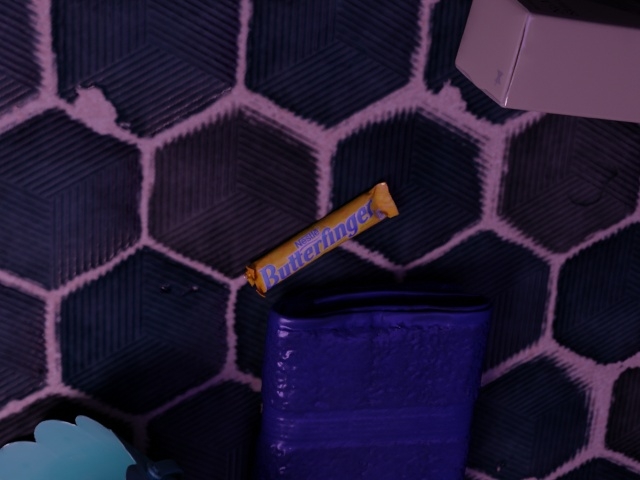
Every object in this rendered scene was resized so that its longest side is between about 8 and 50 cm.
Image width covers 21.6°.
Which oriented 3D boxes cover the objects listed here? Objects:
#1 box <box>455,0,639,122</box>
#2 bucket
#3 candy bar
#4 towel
[{"bbox_3d":[0.275,-0.171,1.562,0.275,0.113,0.094,4,115,-26],"label":"box"},{"bbox_3d":[-0.211,0.315,1.535,0.281,0.281,0.183,-47,125,7],"label":"bucket"},{"bbox_3d":[0.000,0.000,1.596,0.161,0.018,0.040,-32,124,-5],"label":"candy bar"},{"bbox_3d":[0.042,0.184,1.687,0.228,0.076,0.308,-1,118,-14],"label":"towel"}]
